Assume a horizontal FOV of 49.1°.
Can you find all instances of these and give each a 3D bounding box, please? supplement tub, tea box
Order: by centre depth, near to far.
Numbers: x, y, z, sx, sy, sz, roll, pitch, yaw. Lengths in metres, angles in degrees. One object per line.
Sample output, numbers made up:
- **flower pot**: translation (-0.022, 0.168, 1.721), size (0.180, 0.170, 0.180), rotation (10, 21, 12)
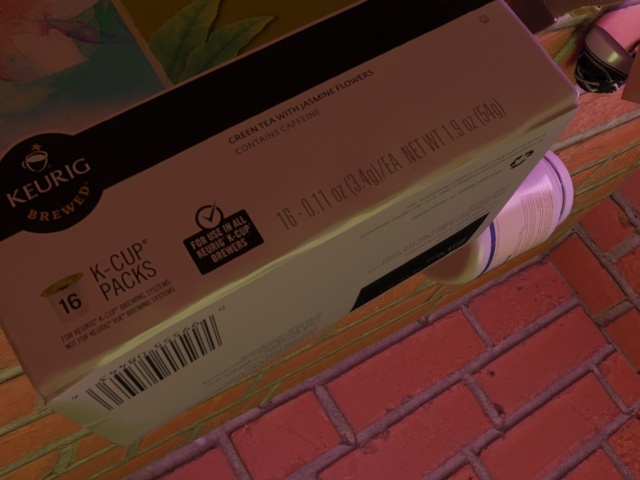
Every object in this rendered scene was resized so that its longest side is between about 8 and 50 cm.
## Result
- **tea box**: translation (-0.079, -0.091, 0.486), size (0.329, 0.323, 0.220), rotation (-30, 163, -15)
- **supplement tub**: translation (0.346, -0.066, 1.461), size (0.325, 0.235, 0.235), rotation (-22, 159, -32)

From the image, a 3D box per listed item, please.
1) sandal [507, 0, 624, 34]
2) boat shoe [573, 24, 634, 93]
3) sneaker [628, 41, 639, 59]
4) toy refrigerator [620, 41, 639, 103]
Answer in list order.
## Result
- **sandal**: translation (0.361, -0.361, 1.010), size (0.240, 0.088, 0.079), rotation (-26, -166, -2)
- **boat shoe**: translation (0.533, -0.327, 1.331), size (0.102, 0.108, 0.301), rotation (-44, 167, 26)
- **sneaker**: translation (0.701, -0.386, 1.537), size (0.084, 0.069, 0.185), rotation (-25, 157, 1)
- **toy refrigerator**: translation (0.601, -0.359, 1.179), size (0.102, 0.094, 0.269), rotation (-12, 121, -51)
